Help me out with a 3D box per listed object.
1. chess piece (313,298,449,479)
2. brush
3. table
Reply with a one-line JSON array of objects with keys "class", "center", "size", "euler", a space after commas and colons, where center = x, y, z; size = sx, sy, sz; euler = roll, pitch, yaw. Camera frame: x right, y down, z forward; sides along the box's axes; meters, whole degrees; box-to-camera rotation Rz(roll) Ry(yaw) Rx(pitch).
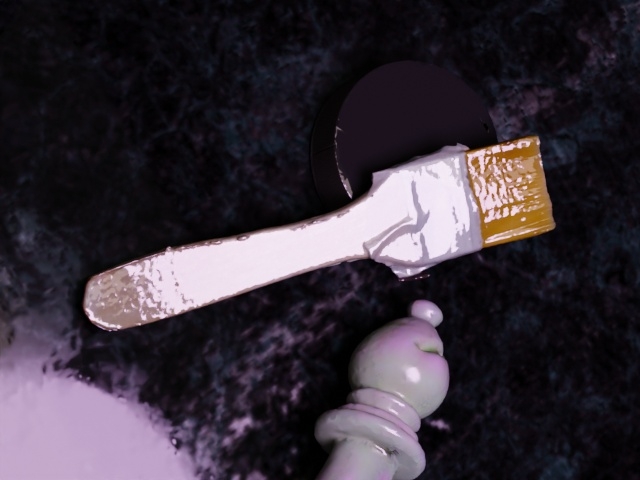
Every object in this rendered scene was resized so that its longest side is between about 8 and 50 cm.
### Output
[{"class": "chess piece", "center": [0.028, 0.151, 1.148], "size": [0.139, 0.139, 0.272], "euler": [35, 59, -17]}, {"class": "brush", "center": [0.000, 0.000, 1.166], "size": [0.336, 0.020, 0.085], "euler": [-14, 99, -14]}, {"class": "table", "center": [0.061, -0.061, 1.228], "size": [0.133, 0.043, 0.134], "euler": [4, 81, -24]}]
